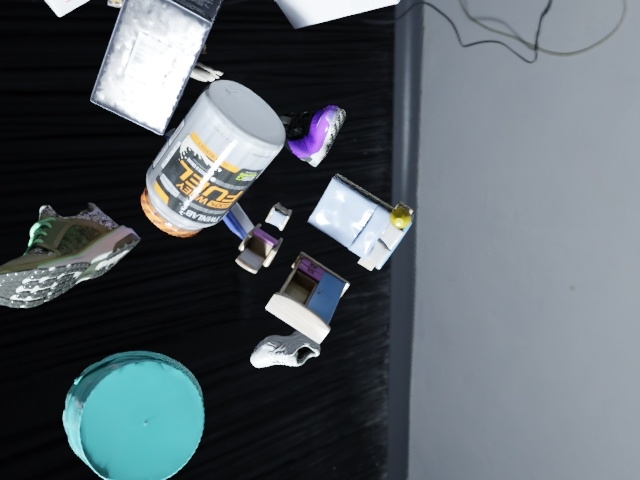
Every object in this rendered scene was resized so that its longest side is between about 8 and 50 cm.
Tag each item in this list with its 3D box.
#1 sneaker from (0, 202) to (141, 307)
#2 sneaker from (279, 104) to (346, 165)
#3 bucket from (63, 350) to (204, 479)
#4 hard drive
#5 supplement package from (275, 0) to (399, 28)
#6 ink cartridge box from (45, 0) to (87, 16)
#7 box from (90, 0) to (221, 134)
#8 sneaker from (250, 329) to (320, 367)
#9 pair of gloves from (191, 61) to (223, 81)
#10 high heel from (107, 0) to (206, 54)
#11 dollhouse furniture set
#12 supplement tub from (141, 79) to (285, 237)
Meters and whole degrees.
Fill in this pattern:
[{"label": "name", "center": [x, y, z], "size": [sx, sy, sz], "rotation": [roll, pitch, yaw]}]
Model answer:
[{"label": "sneaker", "center": [-0.589, 0.013, 1.267], "size": [0.158, 0.410, 0.182], "rotation": [-42, 88, 21]}, {"label": "sneaker", "center": [-0.039, -0.274, 1.442], "size": [0.102, 0.146, 0.293], "rotation": [-64, 7, -14]}, {"label": "bucket", "center": [-0.378, 0.362, 1.188], "size": [0.183, 0.281, 0.281], "rotation": [-17, 87, 61]}, {"label": "hard drive", "center": [-0.287, -0.145, 1.506], "size": [0.319, 0.040, 0.210], "rotation": [57, 168, -24]}, {"label": "supplement package", "center": [0.037, -0.576, 1.162], "size": [0.293, 0.175, 0.177], "rotation": [7, 149, 44]}, {"label": "ink cartridge box", "center": [-0.355, -0.484, 0.805], "size": [0.117, 0.207, 0.283], "rotation": [51, 168, 8]}, {"label": "box", "center": [-0.360, -0.456, 1.310], "size": [0.296, 0.182, 0.294], "rotation": [-54, 21, 33]}, {"label": "sneaker", "center": [-0.108, 0.351, 1.799], "size": [0.115, 0.232, 0.090], "rotation": [-110, -1, -61]}, {"label": "pair of gloves", "center": [-0.420, -0.538, 1.756], "size": [0.240, 0.204, 0.042], "rotation": [29, 101, 58]}, {"label": "high heel", "center": [-0.445, -0.598, 1.582], "size": [0.261, 0.186, 0.093], "rotation": [59, 165, -13]}, {"label": "dollhouse furniture set", "center": [0.000, 0.000, 1.197], "size": [0.286, 0.198, 0.303], "rotation": [33, 118, -1]}, {"label": "supplement tub", "center": [-0.234, -0.160, 1.207], "size": [0.316, 0.193, 0.194], "rotation": [-45, 63, 30]}]
